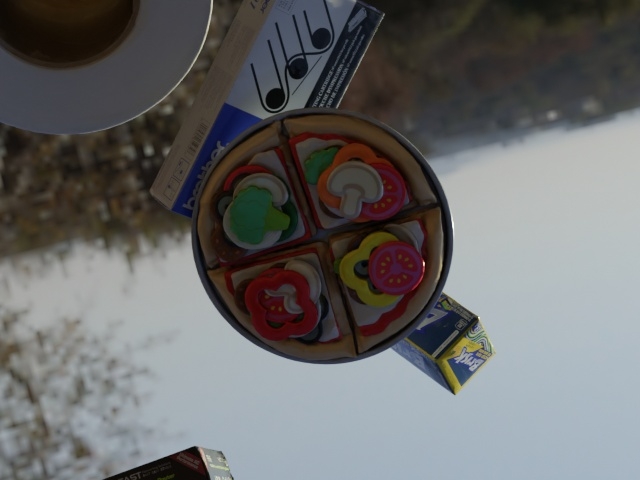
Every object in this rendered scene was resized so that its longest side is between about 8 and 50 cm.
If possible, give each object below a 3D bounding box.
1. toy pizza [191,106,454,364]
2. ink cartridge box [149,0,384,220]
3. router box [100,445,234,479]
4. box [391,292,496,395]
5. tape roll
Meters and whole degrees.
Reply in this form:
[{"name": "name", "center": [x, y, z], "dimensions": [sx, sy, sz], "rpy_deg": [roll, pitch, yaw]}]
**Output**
[{"name": "toy pizza", "center": [0.000, 0.000, 1.440], "dimensions": [0.201, 0.201, 0.032], "rpy_deg": [-13, -168, 10]}, {"name": "ink cartridge box", "center": [-0.042, -0.106, 1.480], "dimensions": [0.097, 0.207, 0.046], "rpy_deg": [21, -170, -35]}, {"name": "router box", "center": [-0.123, 0.175, 1.270], "dimensions": [0.122, 0.038, 0.092], "rpy_deg": [-20, 169, 4]}, {"name": "box", "center": [0.068, 0.058, 1.612], "dimensions": [0.054, 0.059, 0.169], "rpy_deg": [-45, -130, -12]}, {"name": "tape roll", "center": [-0.210, -0.229, 1.558], "dimensions": [0.246, 0.246, 0.169], "rpy_deg": [-14, -155, 2]}]
